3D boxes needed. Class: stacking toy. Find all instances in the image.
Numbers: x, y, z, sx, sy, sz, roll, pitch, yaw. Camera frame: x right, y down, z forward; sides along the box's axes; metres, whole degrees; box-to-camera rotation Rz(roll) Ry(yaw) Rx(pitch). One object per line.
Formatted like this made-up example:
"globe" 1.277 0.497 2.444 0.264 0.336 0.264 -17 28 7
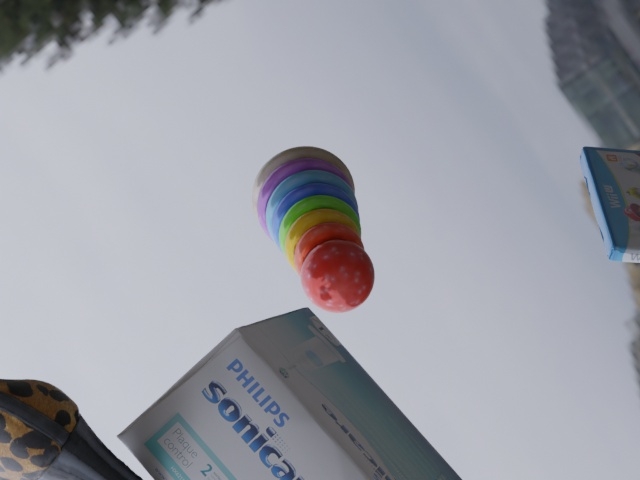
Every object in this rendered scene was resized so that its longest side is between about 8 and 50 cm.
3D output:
"stacking toy" 0.000 0.000 2.076 0.141 0.141 0.330 46 -170 -24

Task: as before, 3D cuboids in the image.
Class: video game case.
"video game case" 0.274 -0.022 1.160 0.166 0.015 0.119 3 -141 -7

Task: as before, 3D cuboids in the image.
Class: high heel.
"high heel" -0.242 0.145 1.191 0.186 0.261 0.093 45 -122 -35

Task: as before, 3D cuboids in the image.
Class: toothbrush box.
"toothbrush box" -0.008 0.176 1.284 0.216 0.126 0.295 48 -173 5
